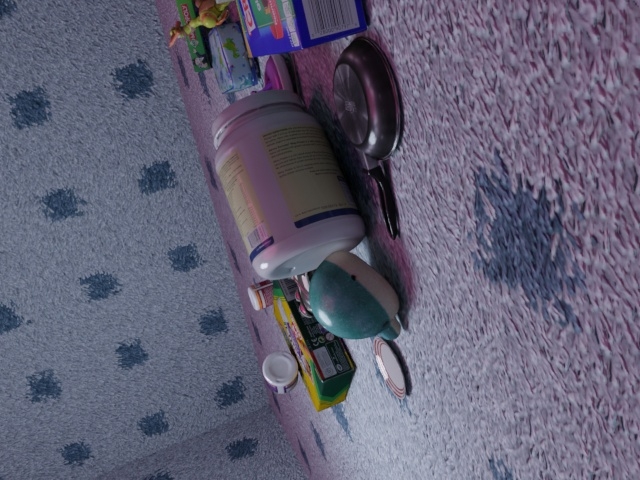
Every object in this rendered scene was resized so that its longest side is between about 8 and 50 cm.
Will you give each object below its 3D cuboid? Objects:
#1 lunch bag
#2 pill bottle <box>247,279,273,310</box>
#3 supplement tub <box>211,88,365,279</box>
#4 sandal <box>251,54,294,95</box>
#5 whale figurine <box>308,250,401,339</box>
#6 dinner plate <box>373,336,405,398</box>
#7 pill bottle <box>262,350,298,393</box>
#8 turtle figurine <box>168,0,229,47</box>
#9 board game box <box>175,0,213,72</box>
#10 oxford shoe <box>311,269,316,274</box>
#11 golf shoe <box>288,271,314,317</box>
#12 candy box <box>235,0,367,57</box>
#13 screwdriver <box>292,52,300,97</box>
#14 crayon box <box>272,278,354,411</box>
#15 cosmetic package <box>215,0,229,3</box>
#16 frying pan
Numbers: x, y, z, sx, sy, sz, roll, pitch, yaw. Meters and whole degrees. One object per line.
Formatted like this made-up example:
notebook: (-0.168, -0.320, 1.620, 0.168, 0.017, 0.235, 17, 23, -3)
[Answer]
lunch bag: (-0.240, -0.490, 1.612, 0.219, 0.090, 0.176, -154, 47, -70)
pill bottle: (-0.158, 0.168, 1.996, 0.086, 0.152, 0.086, 161, 90, -75)
supplement tub: (-0.072, -0.109, 1.203, 0.235, 0.235, 0.325, 118, 132, -70)
sandal: (-0.133, -0.290, 1.450, 0.416, 0.102, 0.169, 116, 133, -71)
whale figurine: (0.058, 0.137, 1.195, 0.216, 0.141, 0.272, 40, 164, 19)
dinner plate: (0.153, 0.272, 1.294, 0.141, 0.017, 0.141, 162, 90, -75)
pill bottle: (-0.122, 0.417, 1.875, 0.193, 0.108, 0.108, 95, 153, -65)
turtle figurine: (-0.259, -0.581, 1.474, 0.087, 0.269, 0.217, 38, -149, -35)
board game box: (-0.354, -0.615, 1.774, 0.317, 0.046, 0.214, -97, -7, -72)
oxford shoe: (0.000, 0.000, 1.418, 0.076, 0.076, 0.212, 14, -121, -60)
golf shoe: (-0.045, 0.073, 1.637, 0.273, 0.105, 0.120, 59, 146, 20)
candy box: (-0.062, -0.450, 0.978, 0.317, 0.122, 0.268, -143, 37, -66)
screwdriver: (-0.049, -0.313, 1.291, 0.025, 0.024, 0.170, 4, 113, 43)
crayon box: (-0.034, 0.292, 1.798, 0.313, 0.106, 0.363, 98, 150, -59)
cosmetic package: (-0.198, -0.665, 1.217, 0.160, 0.113, 0.310, -164, 57, -72)
frying pan: (0.070, -0.173, 1.002, 0.197, 0.053, 0.326, -123, 24, -44)
